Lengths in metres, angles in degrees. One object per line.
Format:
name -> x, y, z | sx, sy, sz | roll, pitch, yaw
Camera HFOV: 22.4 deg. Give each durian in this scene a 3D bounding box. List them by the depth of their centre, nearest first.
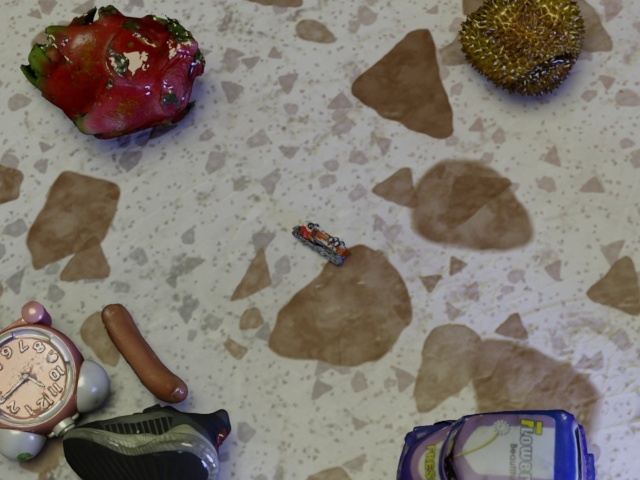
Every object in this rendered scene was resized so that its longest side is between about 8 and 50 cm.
durian -> 0.272, -0.269, 2.132 | 0.158, 0.137, 0.168 | -49, 55, 9

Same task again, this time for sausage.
sausage -> -0.225, 0.147, 2.059 | 0.043, 0.043, 0.186 | -37, 52, -8

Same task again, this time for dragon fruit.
dragon fruit -> -0.283, -0.245, 2.204 | 0.200, 0.198, 0.269 | -49, 51, -2

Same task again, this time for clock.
clock -> -0.364, 0.184, 2.059 | 0.166, 0.093, 0.162 | -37, 73, -8

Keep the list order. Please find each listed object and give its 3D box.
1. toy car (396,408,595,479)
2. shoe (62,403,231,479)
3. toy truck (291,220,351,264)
toy car -> 0.199, 0.271, 1.866 | 0.235, 0.158, 0.172 | -3, 64, 9
shoe -> -0.207, 0.251, 1.996 | 0.227, 0.099, 0.112 | 0, 30, 31
toy truck -> 0.000, 0.000, 2.110 | 0.083, 0.024, 0.032 | 35, 104, 20
